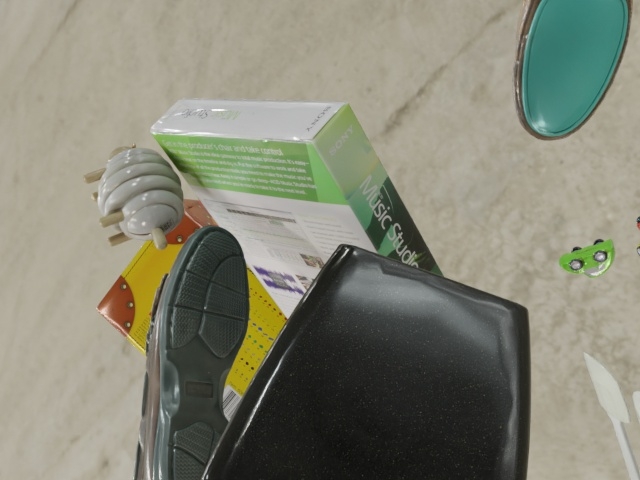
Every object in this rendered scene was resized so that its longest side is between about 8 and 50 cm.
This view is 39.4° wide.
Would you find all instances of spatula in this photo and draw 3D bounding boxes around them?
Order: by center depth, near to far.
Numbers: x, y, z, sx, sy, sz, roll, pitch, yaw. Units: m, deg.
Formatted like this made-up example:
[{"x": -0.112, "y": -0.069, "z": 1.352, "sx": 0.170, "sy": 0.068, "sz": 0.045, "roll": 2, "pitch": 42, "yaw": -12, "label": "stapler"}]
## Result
[{"x": 0.355, "y": 0.235, "z": 0.925, "sx": 0.019, "sy": 0.242, "sz": 0.168, "roll": -36, "pitch": 34, "yaw": -14, "label": "spatula"}]

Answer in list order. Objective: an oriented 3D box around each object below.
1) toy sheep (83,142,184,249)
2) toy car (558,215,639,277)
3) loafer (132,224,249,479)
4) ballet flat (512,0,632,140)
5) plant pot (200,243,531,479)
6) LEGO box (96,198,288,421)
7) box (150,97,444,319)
[{"x": -0.175, "y": -0.041, "z": 0.868, "sx": 0.091, "sy": 0.091, "sz": 0.132, "roll": -46, "pitch": 57, "yaw": 31, "label": "toy sheep"}, {"x": 0.525, "y": 0.017, "z": 1.536, "sx": 0.225, "sy": 0.053, "sz": 0.239, "roll": -21, "pitch": 15, "yaw": 24, "label": "toy car"}, {"x": -0.130, "y": 0.116, "z": 0.815, "sx": 0.084, "sy": 0.096, "sz": 0.267, "roll": -17, "pitch": 59, "yaw": 40, "label": "loafer"}, {"x": 0.250, "y": -0.257, "z": 0.870, "sx": 0.106, "sy": 0.108, "sz": 0.316, "roll": -85, "pitch": 4, "yaw": -69, "label": "ballet flat"}, {"x": 0.043, "y": 0.106, "z": 0.604, "sx": 0.188, "sy": 0.187, "sz": 0.167, "roll": 106, "pitch": -176, "yaw": -80, "label": "plant pot"}, {"x": -0.009, "y": 0.172, "z": 1.275, "sx": 0.500, "sy": 0.372, "sz": 0.193, "roll": 41, "pitch": 101, "yaw": 11, "label": "LEGO box"}, {"x": 0.000, "y": 0.000, "z": 0.873, "sx": 0.232, "sy": 0.322, "sz": 0.058, "roll": 10, "pitch": 54, "yaw": 45, "label": "box"}]
